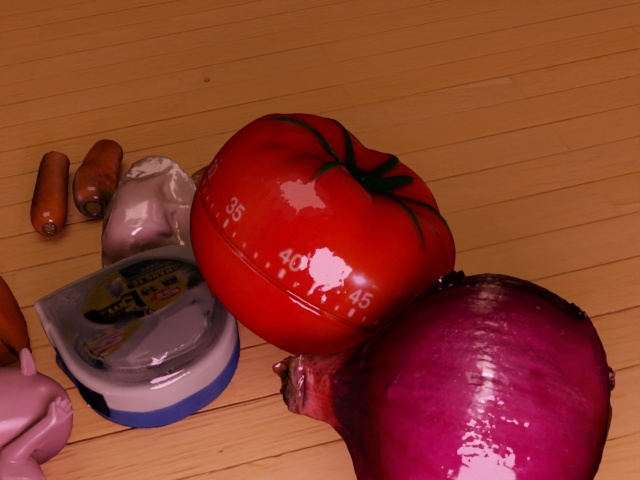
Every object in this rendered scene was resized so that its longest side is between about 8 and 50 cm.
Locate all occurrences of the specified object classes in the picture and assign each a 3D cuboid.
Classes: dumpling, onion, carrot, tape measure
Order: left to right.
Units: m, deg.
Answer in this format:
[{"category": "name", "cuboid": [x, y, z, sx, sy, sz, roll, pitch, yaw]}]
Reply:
[{"category": "carrot", "cuboid": [-0.567, 0.159, 1.197, 0.225, 0.159, 0.159, -31, 45, -7]}, {"category": "carrot", "cuboid": [-0.509, -0.085, 1.505, 0.067, 0.067, 0.225, -11, 40, -4]}, {"category": "carrot", "cuboid": [-0.426, -0.124, 1.522, 0.087, 0.087, 0.193, -8, 42, -1]}, {"category": "tape measure", "cuboid": [-0.252, 0.138, 1.164, 0.259, 0.138, 0.262, -28, 45, -20]}, {"category": "dumpling", "cuboid": [-0.281, -0.029, 1.339, 0.172, 0.142, 0.247, 5, 76, 7]}, {"category": "onion", "cuboid": [0.125, 0.194, 0.904, 0.385, 0.348, 0.348, 9, 43, 12]}]

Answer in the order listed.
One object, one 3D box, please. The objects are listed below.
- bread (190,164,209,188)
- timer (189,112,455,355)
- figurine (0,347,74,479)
[{"category": "bread", "cuboid": [-0.139, -0.053, 1.386, 0.236, 0.106, 0.140, 28, 50, 32]}, {"category": "timer", "cuboid": [0.000, 0.000, 1.124, 0.377, 0.279, 0.378, 31, 20, -12]}, {"category": "figurine", "cuboid": [-0.409, 0.282, 1.005, 0.186, 0.176, 0.288, 6, 52, -23]}]
